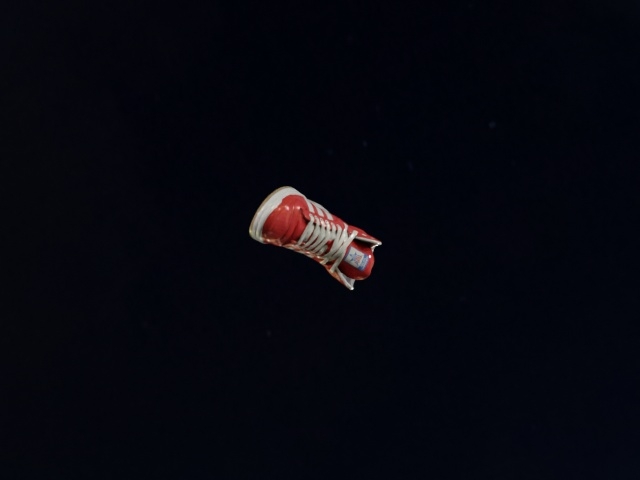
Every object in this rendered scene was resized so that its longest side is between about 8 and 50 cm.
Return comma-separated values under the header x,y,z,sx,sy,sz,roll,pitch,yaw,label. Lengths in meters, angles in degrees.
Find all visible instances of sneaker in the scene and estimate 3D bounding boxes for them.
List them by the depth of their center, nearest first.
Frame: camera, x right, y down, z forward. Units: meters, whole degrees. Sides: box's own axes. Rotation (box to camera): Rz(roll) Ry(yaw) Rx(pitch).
x,y,z,sx,sy,sz,roll,pitch,yaw,label
0.000,0.000,0.855,0.042,0.067,0.118,-58,-19,9,sneaker
